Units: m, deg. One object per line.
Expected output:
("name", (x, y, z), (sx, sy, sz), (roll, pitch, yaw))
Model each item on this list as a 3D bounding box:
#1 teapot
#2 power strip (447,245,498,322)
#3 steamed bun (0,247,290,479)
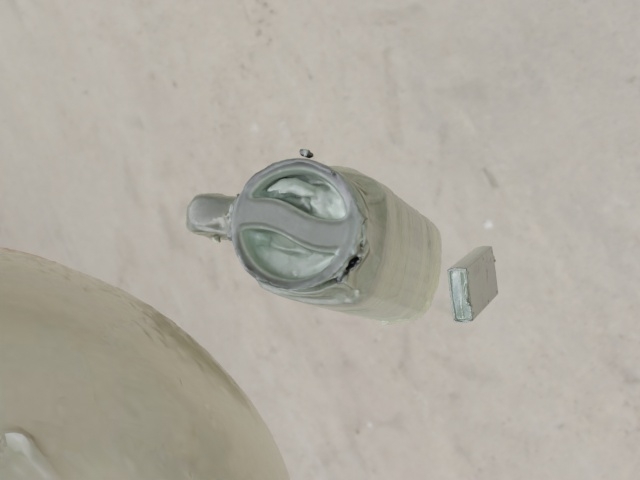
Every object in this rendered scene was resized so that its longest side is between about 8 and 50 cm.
("teapot", (0.000, 0.000, 0.641), (0.107, 0.200, 0.077), (11, 86, 17))
("power strip", (0.138, 0.037, 1.001), (0.019, 0.136, 0.050), (-7, 98, 21))
("steamed bun", (-0.153, 0.104, 0.423), (0.283, 0.283, 0.177), (110, 152, -49))
